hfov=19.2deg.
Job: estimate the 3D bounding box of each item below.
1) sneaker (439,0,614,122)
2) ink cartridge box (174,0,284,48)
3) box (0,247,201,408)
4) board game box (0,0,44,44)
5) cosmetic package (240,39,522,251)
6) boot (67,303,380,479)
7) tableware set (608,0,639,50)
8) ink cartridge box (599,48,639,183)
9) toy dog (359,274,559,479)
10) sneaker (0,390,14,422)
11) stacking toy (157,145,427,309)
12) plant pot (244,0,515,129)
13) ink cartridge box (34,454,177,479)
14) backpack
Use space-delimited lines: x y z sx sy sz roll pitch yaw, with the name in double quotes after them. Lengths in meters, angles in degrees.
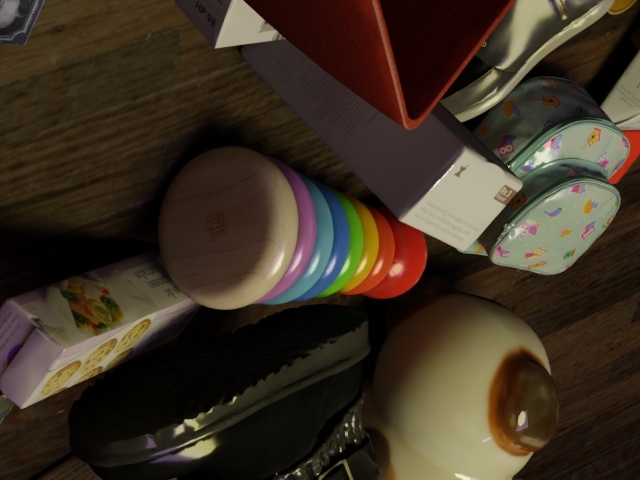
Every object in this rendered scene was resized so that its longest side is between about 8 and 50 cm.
0.150 -0.205 1.718 0.222 0.083 0.118 -39 130 9 "sneaker"
-0.058 -0.205 1.449 0.180 0.104 0.060 -12 139 -38 "ink cartridge box"
-0.183 0.066 1.568 0.067 0.063 0.324 -51 171 15 "box"
-0.230 -0.243 1.274 0.165 0.042 0.243 -4 133 -45 "board game box"
0.049 -0.101 1.568 0.085 0.231 0.117 -48 147 11 "cosmetic package"
-0.065 0.222 1.686 0.348 0.131 0.260 -18 112 -42 "boot"
0.330 -0.247 1.891 0.104 0.024 0.154 -32 148 -14 "tableware set"
0.357 -0.132 2.008 0.189 0.066 0.232 -6 131 -54 "ink cartridge box"
0.074 0.232 2.007 0.408 0.284 0.395 -50 136 6 "toy dog"
-0.310 0.148 1.656 0.192 0.064 0.086 -39 156 -3 "sneaker"
0.000 0.000 1.749 0.141 0.141 0.330 -53 151 18 "stacking toy"
0.021 -0.286 1.271 0.267 0.235 0.267 -52 152 -19 "plant pot"
-0.226 0.311 1.915 0.193 0.088 0.235 -34 149 -14 "ink cartridge box"
0.215 -0.064 1.882 0.166 0.144 0.188 13 117 -46 "backpack"
